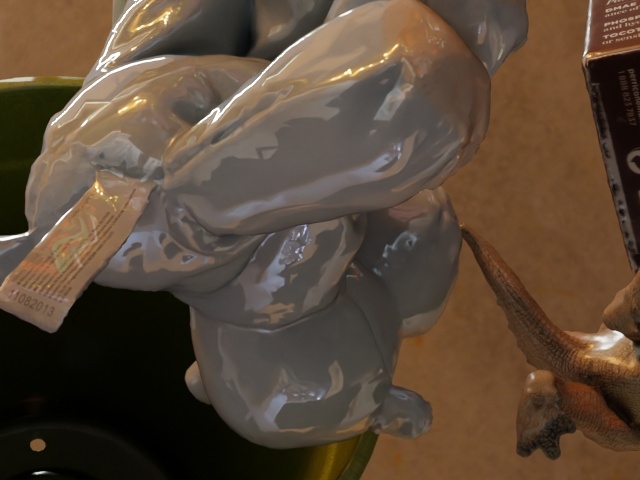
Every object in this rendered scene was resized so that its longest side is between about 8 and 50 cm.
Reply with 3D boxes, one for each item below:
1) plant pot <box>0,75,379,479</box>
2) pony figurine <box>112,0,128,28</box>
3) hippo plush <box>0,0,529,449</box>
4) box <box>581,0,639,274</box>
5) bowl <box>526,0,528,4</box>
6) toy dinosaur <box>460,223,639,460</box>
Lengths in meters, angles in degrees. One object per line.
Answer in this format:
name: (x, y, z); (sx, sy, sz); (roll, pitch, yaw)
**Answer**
plant pot: (-0.174, 0.142, 0.824); (0.366, 0.353, 0.366); (8, -127, -10)
pony figurine: (-0.097, -0.295, 1.000); (0.303, 0.363, 0.351); (3, -149, 3)
hippo plush: (0.000, 0.000, 0.573); (0.294, 0.234, 0.236); (-59, -45, -33)
box: (0.280, -0.106, 0.822); (0.203, 0.167, 0.168); (-67, -38, -56)
bowl: (0.172, -0.286, 1.163); (0.053, 0.142, 0.142); (-3, -141, 1)
toy dinosaur: (0.210, 0.081, 0.660); (0.296, 0.200, 0.127); (18, -86, 17)
